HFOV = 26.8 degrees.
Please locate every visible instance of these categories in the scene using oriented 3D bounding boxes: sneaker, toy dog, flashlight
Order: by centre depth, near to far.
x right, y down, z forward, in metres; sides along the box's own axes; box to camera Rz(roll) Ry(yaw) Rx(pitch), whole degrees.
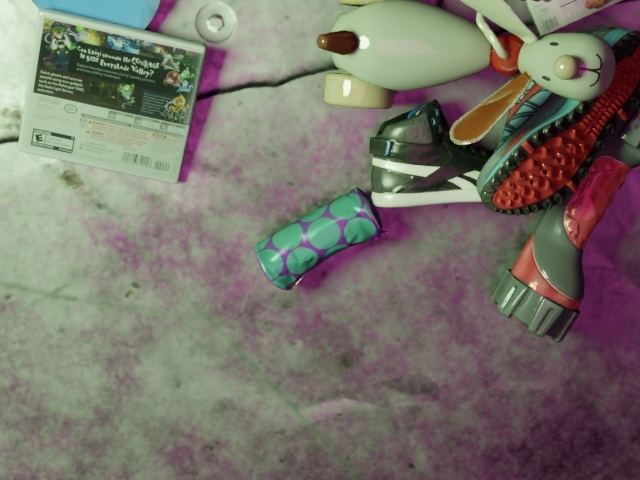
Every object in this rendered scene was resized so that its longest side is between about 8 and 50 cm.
[{"bbox_3d":[0.130,-0.210,1.448,0.334,0.161,0.220,-13,94,27],"label":"toy dog"},{"bbox_3d":[0.265,-0.137,1.540,0.262,0.125,0.104,-47,124,-7],"label":"sneaker"},{"bbox_3d":[0.165,-0.106,1.569,0.217,0.079,0.121,-5,100,-6],"label":"sneaker"},{"bbox_3d":[0.318,-0.030,1.588,0.103,0.103,0.304,29,102,-10],"label":"flashlight"}]

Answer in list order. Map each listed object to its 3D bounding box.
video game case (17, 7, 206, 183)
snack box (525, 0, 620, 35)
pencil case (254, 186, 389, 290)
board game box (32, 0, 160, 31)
[{"bbox_3d":[-0.240,-0.163,1.540,0.190,0.022,0.173,12,115,-7],"label":"video game case"},{"bbox_3d":[0.324,-0.302,1.556,0.178,0.022,0.064,-24,104,3],"label":"snack box"},{"bbox_3d":[0.000,0.000,1.593,0.152,0.064,0.070,-30,89,5],"label":"pencil case"},{"bbox_3d":[-0.261,-0.297,1.510,0.133,0.033,0.168,-32,109,17],"label":"board game box"}]
